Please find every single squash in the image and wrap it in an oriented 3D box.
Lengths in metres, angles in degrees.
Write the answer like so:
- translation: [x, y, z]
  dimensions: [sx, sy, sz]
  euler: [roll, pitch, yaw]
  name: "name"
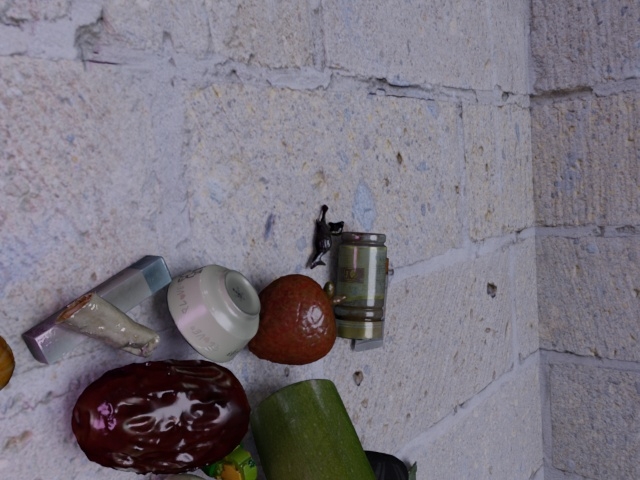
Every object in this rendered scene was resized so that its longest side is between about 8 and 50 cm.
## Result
- translation: [-0.005, 0.576, 1.508]
  dimensions: [0.263, 0.263, 0.384]
  euler: [26, 28, -46]
  name: "squash"

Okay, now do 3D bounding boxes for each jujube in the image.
- translation: [-0.320, 0.374, 1.283]
  dimensions: [0.377, 0.258, 0.258]
  euler: [5, 87, -49]
  name: "jujube"

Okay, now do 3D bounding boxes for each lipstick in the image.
- translation: [-0.455, 0.136, 1.257]
  dimensions: [0.317, 0.066, 0.068]
  euler: [-39, 122, -42]
  name: "lipstick"

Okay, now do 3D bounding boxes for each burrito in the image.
- translation: [-0.417, 0.172, 1.207]
  dimensions: [0.226, 0.060, 0.087]
  euler: [44, 66, -44]
  name: "burrito"

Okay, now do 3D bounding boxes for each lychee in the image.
- translation: [-0.058, 0.207, 1.582]
  dimensions: [0.300, 0.255, 0.255]
  euler: [-20, 109, -10]
  name: "lychee"

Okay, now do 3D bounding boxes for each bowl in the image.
- translation: [-0.226, 0.152, 1.395]
  dimensions: [0.237, 0.126, 0.237]
  euler: [48, 21, -25]
  name: "bowl"

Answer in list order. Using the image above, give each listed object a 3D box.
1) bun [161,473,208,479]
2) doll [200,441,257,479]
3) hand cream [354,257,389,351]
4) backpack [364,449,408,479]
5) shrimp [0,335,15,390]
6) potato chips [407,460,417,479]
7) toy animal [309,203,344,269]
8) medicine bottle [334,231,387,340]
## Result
- translation: [-0.329, 0.656, 1.356]
  dimensions: [0.244, 0.153, 0.243]
  euler: [40, 42, -49]
  name: "bun"
- translation: [-0.230, 0.522, 1.453]
  dimensions: [0.106, 0.186, 0.134]
  euler: [-20, 134, -48]
  name: "doll"
- translation: [0.165, 0.208, 1.976]
  dimensions: [0.140, 0.089, 0.314]
  euler: [-4, 101, -43]
  name: "hand cream"
- translation: [0.120, 0.868, 1.806]
  dimensions: [0.363, 0.255, 0.445]
  euler: [28, 56, -47]
  name: "backpack"
- translation: [-0.641, 0.190, 1.050]
  dimensions: [0.150, 0.068, 0.248]
  euler: [-41, 125, -35]
  name: "shrimp"
- translation: [0.305, 0.874, 2.165]
  dimensions: [0.228, 0.059, 0.167]
  euler: [18, 87, -48]
  name: "potato chips"
- translation: [0.009, 0.000, 1.810]
  dimensions: [0.105, 0.070, 0.202]
  euler: [34, 67, -30]
  name: "toy animal"
- translation: [0.124, 0.136, 1.859]
  dimensions: [0.151, 0.151, 0.322]
  euler: [4, 90, -49]
  name: "medicine bottle"
